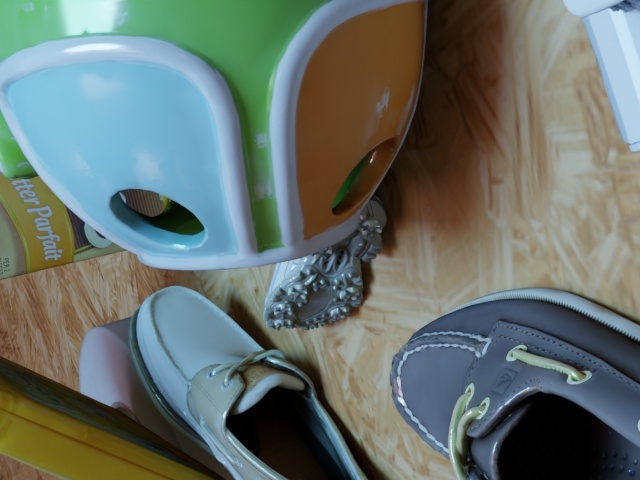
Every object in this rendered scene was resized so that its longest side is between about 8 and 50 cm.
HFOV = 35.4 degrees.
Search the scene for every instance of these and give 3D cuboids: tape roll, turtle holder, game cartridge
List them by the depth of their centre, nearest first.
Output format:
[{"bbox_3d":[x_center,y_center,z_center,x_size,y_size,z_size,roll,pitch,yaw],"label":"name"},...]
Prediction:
[{"bbox_3d":[-0.094,-0.102,0.584,0.243,0.320,0.228,-69,-30,-74],"label":"turtle holder"},{"bbox_3d":[-0.248,0.147,0.872,0.285,0.323,0.053,15,72,50],"label":"game cartridge"},{"bbox_3d":[-0.174,0.276,1.148,0.392,0.072,0.392,35,133,48],"label":"tape roll"}]

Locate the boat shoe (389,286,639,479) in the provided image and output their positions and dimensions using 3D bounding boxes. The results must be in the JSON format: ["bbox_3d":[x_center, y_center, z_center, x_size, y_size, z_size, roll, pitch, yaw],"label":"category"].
[{"bbox_3d":[0.125,0.099,0.502,0.324,0.096,0.117,13,115,58],"label":"boat shoe"}]

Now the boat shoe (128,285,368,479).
[{"bbox_3d":[-0.052,0.138,0.835,0.302,0.113,0.103,47,141,24],"label":"boat shoe"}]

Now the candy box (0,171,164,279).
[{"bbox_3d":[-0.245,-0.072,0.841,0.087,0.316,0.183,41,137,49],"label":"candy box"}]

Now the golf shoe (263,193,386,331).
[{"bbox_3d":[0.000,0.000,0.731,0.176,0.069,0.086,119,149,-49],"label":"golf shoe"}]

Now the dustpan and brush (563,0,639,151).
[{"bbox_3d":[0.149,-0.124,0.385,0.211,0.060,0.147,-25,82,61],"label":"dustpan and brush"}]
